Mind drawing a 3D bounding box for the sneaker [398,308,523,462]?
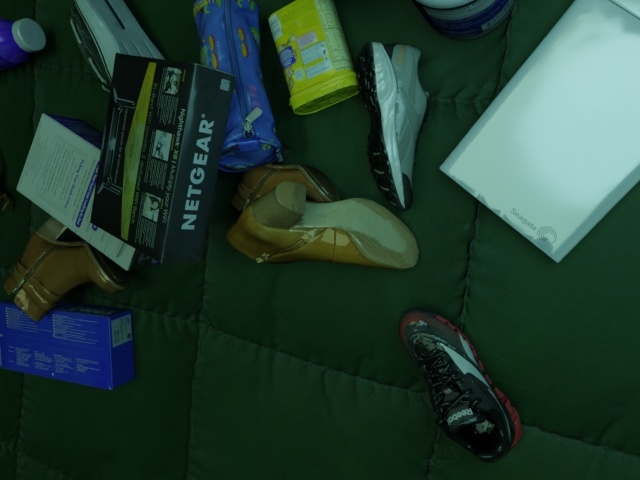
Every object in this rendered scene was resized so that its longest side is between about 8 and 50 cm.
[{"bbox_3d":[0.215,0.231,0.835,0.097,0.135,0.276,-39,80,24],"label":"sneaker"}]

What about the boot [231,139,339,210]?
[{"bbox_3d":[-0.068,-0.078,0.952,0.197,0.073,0.152,42,109,26],"label":"boot"}]

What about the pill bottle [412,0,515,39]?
[{"bbox_3d":[0.184,-0.377,0.702,0.153,0.264,0.153,3,97,22],"label":"pill bottle"}]

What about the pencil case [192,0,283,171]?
[{"bbox_3d":[-0.144,-0.271,0.898,0.119,0.133,0.306,-6,79,-17],"label":"pencil case"}]

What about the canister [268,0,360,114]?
[{"bbox_3d":[-0.011,-0.320,0.896,0.126,0.073,0.170,-17,88,23],"label":"canister"}]

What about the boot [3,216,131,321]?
[{"bbox_3d":[-0.550,0.085,1.118,0.283,0.109,0.220,37,89,20],"label":"boot"}]

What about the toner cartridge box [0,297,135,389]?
[{"bbox_3d":[-0.589,0.228,1.203,0.348,0.075,0.165,4,96,22],"label":"toner cartridge box"}]

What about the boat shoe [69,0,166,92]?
[{"bbox_3d":[-0.387,-0.344,1.042,0.119,0.121,0.335,-31,85,46],"label":"boat shoe"}]

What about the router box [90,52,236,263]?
[{"bbox_3d":[-0.273,-0.143,0.876,0.243,0.081,0.309,22,104,38],"label":"router box"}]

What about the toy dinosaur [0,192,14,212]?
[{"bbox_3d":[-0.792,-0.124,1.252,0.112,0.064,0.211,30,106,18],"label":"toy dinosaur"}]

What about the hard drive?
[{"bbox_3d":[0.378,-0.174,0.765,0.233,0.047,0.353,42,110,13],"label":"hard drive"}]

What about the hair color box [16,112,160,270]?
[{"bbox_3d":[-0.454,-0.105,1.090,0.339,0.110,0.185,32,105,18],"label":"hair color box"}]

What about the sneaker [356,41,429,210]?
[{"bbox_3d":[0.131,-0.180,0.842,0.108,0.100,0.271,-10,105,-12],"label":"sneaker"}]

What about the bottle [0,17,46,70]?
[{"bbox_3d":[-0.738,-0.428,1.162,0.283,0.118,0.092,-4,94,24],"label":"bottle"}]

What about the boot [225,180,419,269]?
[{"bbox_3d":[-0.001,0.001,0.912,0.211,0.295,0.104,-35,39,55],"label":"boot"}]
